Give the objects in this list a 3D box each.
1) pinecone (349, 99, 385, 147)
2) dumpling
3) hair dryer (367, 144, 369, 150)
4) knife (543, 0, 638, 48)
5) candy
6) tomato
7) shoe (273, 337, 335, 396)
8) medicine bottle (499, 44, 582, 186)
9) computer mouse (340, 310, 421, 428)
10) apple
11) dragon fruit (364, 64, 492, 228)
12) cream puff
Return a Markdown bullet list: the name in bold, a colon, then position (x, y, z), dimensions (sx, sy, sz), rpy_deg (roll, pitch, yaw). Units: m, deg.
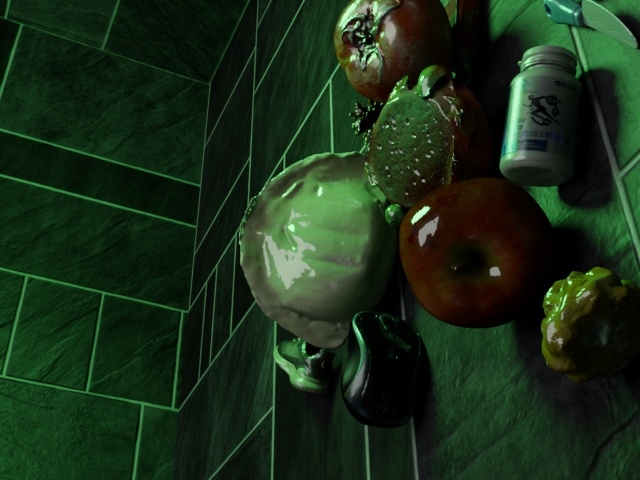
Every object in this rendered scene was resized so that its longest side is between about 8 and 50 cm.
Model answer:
- **pinecone**: position (0.141, -0.242, 1.779), dimensions (0.163, 0.165, 0.163), rpy_deg (-172, 90, -72)
- **dumpling**: position (0.000, 0.000, 1.763), dimensions (0.395, 0.315, 0.233), rpy_deg (-67, 12, -2)
- **hair dryer**: position (0.146, -0.190, 1.919), dimensions (0.082, 0.047, 0.137), rpy_deg (122, 147, -41)
- **knife**: position (0.398, -0.332, 1.322), dimensions (0.244, 0.032, 0.058), rpy_deg (-122, 9, -63)
- **candy**: position (0.269, -0.403, 1.709), dimensions (0.086, 0.059, 0.292), rpy_deg (135, 146, -60)
- **tomato**: position (0.145, -0.365, 1.648), dimensions (0.232, 0.188, 0.232), rpy_deg (16, 113, 42)
- **shoe**: position (-0.027, 0.260, 1.987), dimensions (0.112, 0.099, 0.227), rpy_deg (-63, 25, 10)
- **medicine bottle**: position (0.328, -0.183, 1.314), dimensions (0.107, 0.107, 0.191), rpy_deg (157, 125, -66)
- **computer mouse**: position (0.110, 0.214, 1.565), dimensions (0.096, 0.137, 0.233), rpy_deg (122, 156, -46)
- **apple**: position (0.229, 0.016, 1.300), dimensions (0.230, 0.230, 0.230), rpy_deg (-165, 90, -70)
- **dragon fruit**: position (0.191, -0.157, 1.553), dimensions (0.268, 0.130, 0.295), rpy_deg (43, 129, 32)
- **cream puff**: position (0.324, 0.092, 1.080), dimensions (0.116, 0.146, 0.146), rpy_deg (-116, 45, -63)
